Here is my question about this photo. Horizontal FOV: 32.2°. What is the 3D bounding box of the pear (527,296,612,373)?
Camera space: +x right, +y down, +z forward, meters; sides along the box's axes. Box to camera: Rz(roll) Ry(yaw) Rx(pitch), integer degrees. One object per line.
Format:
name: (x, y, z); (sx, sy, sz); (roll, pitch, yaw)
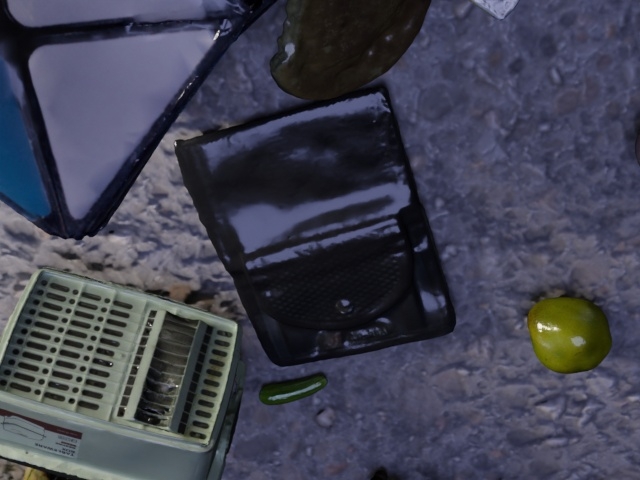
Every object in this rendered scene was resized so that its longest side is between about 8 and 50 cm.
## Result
pear: (0.284, 0.104, 1.274); (0.097, 0.092, 0.092); (42, 115, -1)

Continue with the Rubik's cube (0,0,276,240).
Rubik's cube: (-0.219, -0.232, 0.986); (0.310, 0.305, 0.307); (35, 116, -15)

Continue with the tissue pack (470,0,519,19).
tissue pack: (0.162, -0.274, 1.049); (0.079, 0.111, 0.085); (29, 116, -12)

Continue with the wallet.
wallet: (0.000, 0.000, 1.258); (0.247, 0.041, 0.323); (-15, 115, 10)

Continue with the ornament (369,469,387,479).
ornament: (0.141, 0.370, 1.407); (0.196, 0.153, 0.166); (31, 116, -3)

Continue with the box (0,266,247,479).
box: (-0.234, 0.171, 1.267); (0.291, 0.220, 0.166); (17, 141, -5)

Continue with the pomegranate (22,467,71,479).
pomegranate: (-0.398, 0.402, 1.407); (0.260, 0.260, 0.340); (29, 86, -12)

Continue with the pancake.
pancake: (0.042, -0.226, 1.044); (0.042, 0.222, 0.236); (46, 124, 27)

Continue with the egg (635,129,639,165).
egg: (0.391, -0.103, 1.135); (0.135, 0.103, 0.103); (-20, 116, 16)

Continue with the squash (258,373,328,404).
squash: (-0.033, 0.185, 1.370); (0.089, 0.027, 0.027); (-13, 118, 10)
